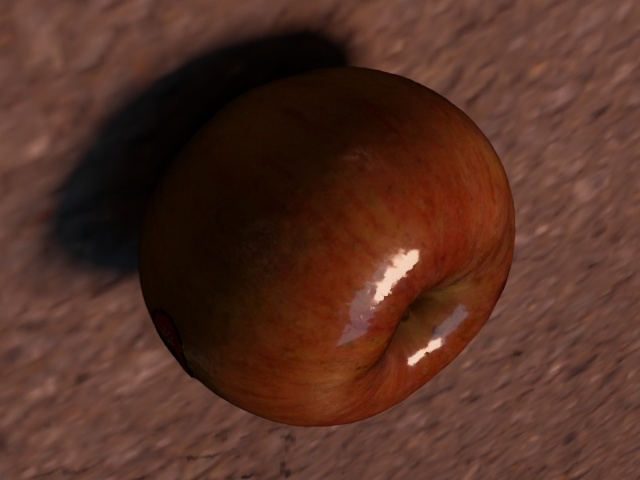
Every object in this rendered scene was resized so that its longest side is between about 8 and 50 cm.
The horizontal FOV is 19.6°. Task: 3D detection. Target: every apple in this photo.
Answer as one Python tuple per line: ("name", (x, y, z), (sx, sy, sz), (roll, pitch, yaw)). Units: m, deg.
("apple", (0.000, 0.000, 0.413), (0.084, 0.071, 0.084), (-34, 151, -21))
